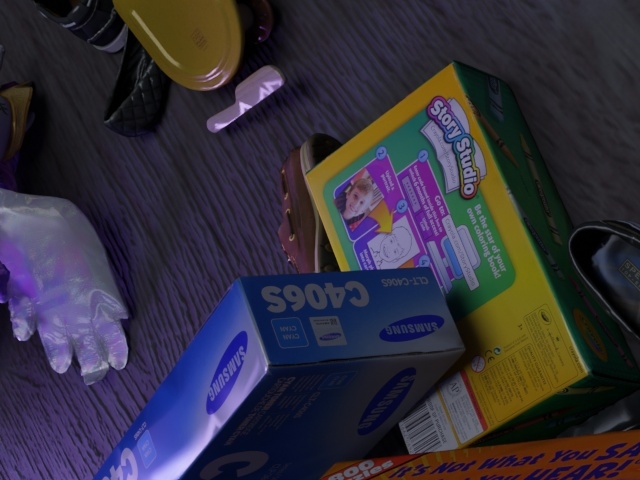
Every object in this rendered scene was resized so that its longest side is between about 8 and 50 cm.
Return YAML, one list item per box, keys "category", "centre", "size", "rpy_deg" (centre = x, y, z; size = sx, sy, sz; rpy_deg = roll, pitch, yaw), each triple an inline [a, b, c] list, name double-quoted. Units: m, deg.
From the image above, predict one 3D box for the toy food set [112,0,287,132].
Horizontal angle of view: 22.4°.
- category: "toy food set"
  centre: [-0.104, -0.210, 1.458]
  size: [0.218, 0.071, 0.128]
  rpy_deg: [54, 136, 4]

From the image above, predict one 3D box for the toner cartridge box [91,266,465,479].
- category: "toner cartridge box"
  centre: [-0.050, 0.146, 1.219]
  size: [0.348, 0.165, 0.075]
  rpy_deg: [-53, 50, 46]

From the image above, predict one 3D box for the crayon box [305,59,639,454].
- category: "crayon box"
  centre: [0.110, 0.024, 1.232]
  size: [0.165, 0.081, 0.278]
  rpy_deg: [-36, 60, 29]

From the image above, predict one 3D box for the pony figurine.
- category: "pony figurine"
  centre: [-0.369, -0.012, 1.518]
  size: [0.302, 0.363, 0.351]
  rpy_deg: [-11, 90, 31]

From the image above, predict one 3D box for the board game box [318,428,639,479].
- category: "board game box"
  centre: [0.121, 0.348, 0.888]
  size: [0.356, 0.356, 0.357]
  rpy_deg: [-12, 107, 38]

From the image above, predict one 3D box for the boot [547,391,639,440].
- category: "boot"
  centre: [0.186, 0.247, 1.113]
  size: [0.246, 0.094, 0.207]
  rpy_deg: [-35, 56, 23]

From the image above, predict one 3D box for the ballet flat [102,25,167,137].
- category: "ballet flat"
  centre: [-0.169, -0.184, 1.533]
  size: [0.057, 0.049, 0.173]
  rpy_deg: [3, 83, 40]

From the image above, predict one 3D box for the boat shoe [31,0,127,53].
- category: "boat shoe"
  centre: [-0.269, -0.275, 1.621]
  size: [0.233, 0.079, 0.084]
  rpy_deg: [47, 113, 38]

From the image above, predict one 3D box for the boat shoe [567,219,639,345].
- category: "boat shoe"
  centre: [0.253, 0.059, 1.106]
  size: [0.080, 0.076, 0.228]
  rpy_deg: [-53, 53, 19]

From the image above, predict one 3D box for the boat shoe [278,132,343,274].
- category: "boat shoe"
  centre: [0.000, 0.000, 1.348]
  size: [0.060, 0.064, 0.178]
  rpy_deg: [-29, 57, 38]
